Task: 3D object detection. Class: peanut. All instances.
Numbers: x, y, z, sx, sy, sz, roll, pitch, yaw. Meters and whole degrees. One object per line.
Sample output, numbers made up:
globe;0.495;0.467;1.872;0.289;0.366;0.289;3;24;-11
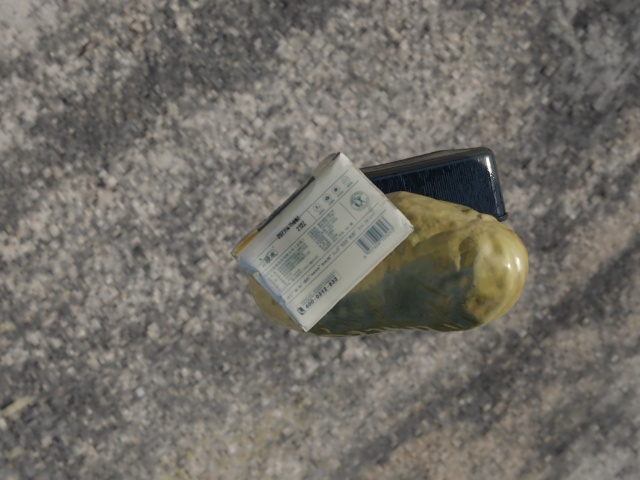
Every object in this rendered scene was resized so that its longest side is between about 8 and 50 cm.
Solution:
peanut;0.063;0.025;1.151;0.147;0.319;0.147;14;74;-56

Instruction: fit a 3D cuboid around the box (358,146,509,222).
box;0.105;-0.050;1.299;0.201;0.144;0.090;-14;97;-20

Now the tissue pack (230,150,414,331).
tissue pack;0.000;0.000;0.602;0.083;0.062;0.042;-45;-173;0
